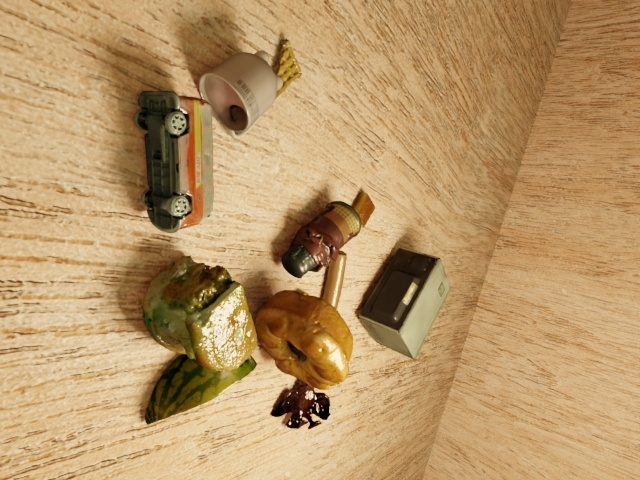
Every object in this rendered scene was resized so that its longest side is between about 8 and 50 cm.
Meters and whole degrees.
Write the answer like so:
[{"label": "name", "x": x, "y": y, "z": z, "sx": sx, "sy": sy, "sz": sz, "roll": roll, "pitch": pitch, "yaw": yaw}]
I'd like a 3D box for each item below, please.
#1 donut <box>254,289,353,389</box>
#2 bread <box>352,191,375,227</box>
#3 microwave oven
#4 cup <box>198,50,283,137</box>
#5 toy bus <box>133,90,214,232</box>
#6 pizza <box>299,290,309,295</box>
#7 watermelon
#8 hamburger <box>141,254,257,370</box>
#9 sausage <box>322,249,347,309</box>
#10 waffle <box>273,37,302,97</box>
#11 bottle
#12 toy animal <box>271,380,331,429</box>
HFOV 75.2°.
[{"label": "donut", "x": -0.044, "y": 0.281, "z": 1.174, "sx": 0.150, "sy": 0.299, "sz": 0.317, "roll": -57, "pitch": 174, "yaw": -37}, {"label": "bread", "x": 0.146, "y": -0.108, "z": 1.453, "sx": 0.094, "sy": 0.035, "sz": 0.090, "roll": -59, "pitch": 141, "yaw": -16}, {"label": "microwave oven", "x": 0.341, "y": 0.246, "z": 1.693, "sx": 0.355, "sy": 0.218, "sz": 0.286, "roll": -56, "pitch": 139, "yaw": -20}, {"label": "cup", "x": -0.156, "y": -0.315, "z": 0.905, "sx": 0.142, "sy": 0.134, "sz": 0.174, "roll": -51, "pitch": 137, "yaw": -29}, {"label": "toy bus", "x": -0.279, "y": -0.153, "z": 0.822, "sx": 0.119, "sy": 0.121, "sz": 0.265, "roll": -19, "pitch": 117, "yaw": -52}, {"label": "pizza", "x": -0.050, "y": 0.230, "z": 1.338, "sx": 0.099, "sy": 0.035, "sz": 0.160, "roll": -53, "pitch": 138, "yaw": -25}, {"label": "watermelon", "x": -0.290, "y": 0.324, "z": 1.042, "sx": 0.303, "sy": 0.159, "sz": 0.128, "roll": -22, "pitch": 82, "yaw": -47}, {"label": "hamburger", "x": -0.271, "y": 0.179, "z": 0.926, "sx": 0.192, "sy": 0.167, "sz": 0.288, "roll": -39, "pitch": 132, "yaw": -38}, {"label": "sausage", "x": 0.037, "y": 0.183, "z": 1.409, "sx": 0.065, "sy": 0.065, "sz": 0.301, "roll": 2, "pitch": 104, "yaw": -52}, {"label": "waffle", "x": -0.108, "y": -0.409, "z": 1.019, "sx": 0.153, "sy": 0.023, "sz": 0.097, "roll": -53, "pitch": 138, "yaw": -23}, {"label": "bottle", "x": 0.000, "y": 0.000, "z": 1.223, "sx": 0.271, "sy": 0.143, "sz": 0.156, "roll": -43, "pitch": 134, "yaw": -32}, {"label": "toy animal", "x": -0.065, "y": 0.548, "z": 1.423, "sx": 0.218, "sy": 0.116, "sz": 0.180, "roll": 14, "pitch": 64, "yaw": -26}]
